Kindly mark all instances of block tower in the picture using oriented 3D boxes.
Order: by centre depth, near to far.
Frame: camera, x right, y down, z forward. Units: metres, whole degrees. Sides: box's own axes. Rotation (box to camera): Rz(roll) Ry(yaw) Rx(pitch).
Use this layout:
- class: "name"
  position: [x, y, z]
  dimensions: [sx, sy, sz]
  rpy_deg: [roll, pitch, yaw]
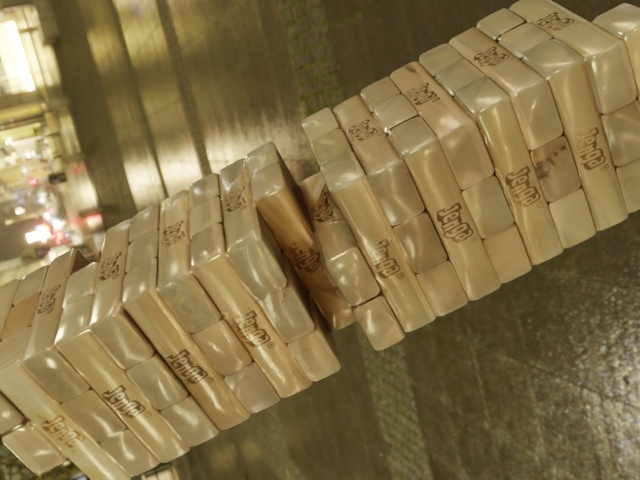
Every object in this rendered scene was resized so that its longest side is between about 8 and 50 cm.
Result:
- class: "block tower"
  position: [0.000, 0.000, 0.379]
  dimensions: [0.091, 0.335, 0.097]
  rpy_deg: [60, -174, -31]
